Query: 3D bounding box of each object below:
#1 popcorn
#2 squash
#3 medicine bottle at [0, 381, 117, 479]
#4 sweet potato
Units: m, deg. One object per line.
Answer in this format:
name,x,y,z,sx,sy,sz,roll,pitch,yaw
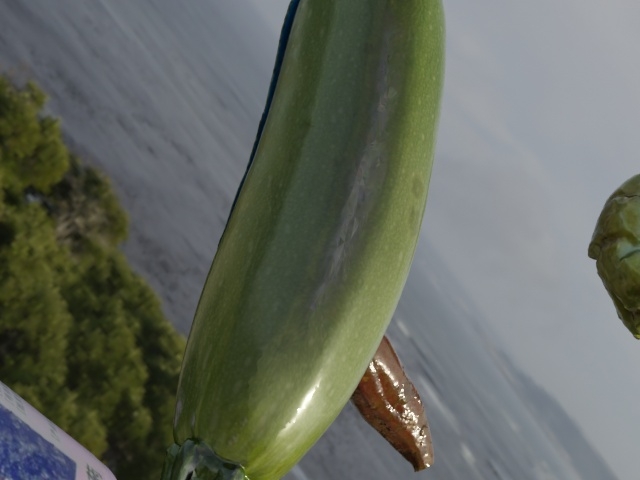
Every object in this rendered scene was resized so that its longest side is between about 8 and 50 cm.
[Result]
popcorn,0.426,0.025,1.455,0.204,0.184,0.221,14,63,-65
squash,0.000,0.000,0.562,0.095,0.340,0.094,14,-22,6
medicine bottle,-0.268,0.128,0.684,0.290,0.178,0.178,48,7,-32
sweet potato,0.032,0.111,1.051,0.058,0.078,0.255,11,-29,49
